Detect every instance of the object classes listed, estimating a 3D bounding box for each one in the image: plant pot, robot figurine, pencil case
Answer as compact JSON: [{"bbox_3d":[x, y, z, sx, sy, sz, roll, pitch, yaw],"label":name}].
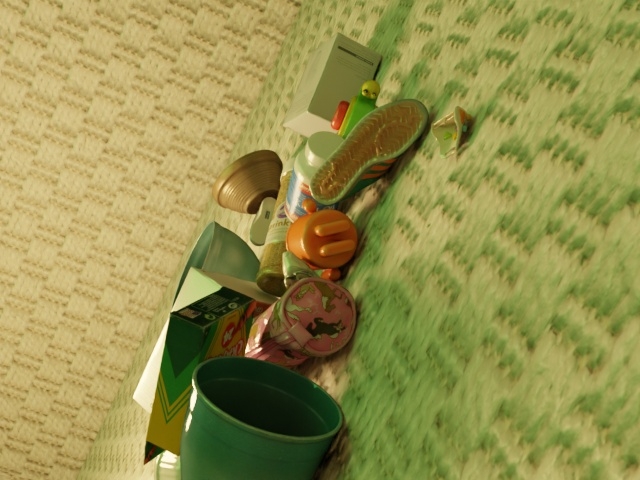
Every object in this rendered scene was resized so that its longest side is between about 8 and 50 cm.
[{"bbox_3d":[-0.131,0.381,1.529,0.271,0.272,0.255,-117,46,-69],"label":"plant pot"},{"bbox_3d":[-0.267,0.116,2.401,0.293,0.196,0.293,-56,19,30],"label":"plant pot"},{"bbox_3d":[0.000,-0.002,1.843,0.128,0.158,0.219,-54,13,-15],"label":"robot figurine"},{"bbox_3d":[-0.073,0.194,1.755,0.386,0.160,0.167,-38,38,57],"label":"pencil case"},{"bbox_3d":[-0.200,-0.157,2.628,0.109,0.237,0.237,53,130,22],"label":"plant pot"}]

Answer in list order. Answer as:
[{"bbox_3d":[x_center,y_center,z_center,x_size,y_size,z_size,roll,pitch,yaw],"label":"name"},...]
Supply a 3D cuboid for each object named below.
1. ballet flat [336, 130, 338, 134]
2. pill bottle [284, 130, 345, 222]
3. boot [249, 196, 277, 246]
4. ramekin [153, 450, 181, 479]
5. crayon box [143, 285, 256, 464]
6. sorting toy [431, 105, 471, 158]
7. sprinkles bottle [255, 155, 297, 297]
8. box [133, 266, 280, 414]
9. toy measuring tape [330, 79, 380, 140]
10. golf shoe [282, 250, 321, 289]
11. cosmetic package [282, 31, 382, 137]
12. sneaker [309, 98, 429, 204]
[{"bbox_3d":[0.048,-0.221,2.114,0.173,0.058,0.049,-64,12,8],"label":"ballet flat"},{"bbox_3d":[-0.006,-0.137,1.957,0.221,0.124,0.124,105,175,-49],"label":"pill bottle"},{"bbox_3d":[-0.173,-0.036,2.563,0.086,0.069,0.190,120,172,-46],"label":"boot"},{"bbox_3d":[-0.231,0.480,1.798,0.109,0.207,0.207,-16,52,58],"label":"ramekin"},{"bbox_3d":[-0.230,0.267,1.655,0.202,0.081,0.318,-27,-46,-63],"label":"crayon box"},{"bbox_3d":[0.231,-0.184,1.525,0.083,0.045,0.075,150,133,-63],"label":"sorting toy"},{"bbox_3d":[-0.063,-0.036,2.102,0.121,0.121,0.355,-45,27,52],"label":"sprinkles bottle"},{"bbox_3d":[-0.248,0.264,2.025,0.168,0.215,0.345,29,97,42],"label":"box"},{"bbox_3d":[0.061,-0.216,1.986,0.121,0.121,0.330,-92,22,-55],"label":"toy measuring tape"},{"bbox_3d":[-0.030,0.073,1.801,0.069,0.176,0.086,-24,64,7],"label":"golf shoe"},{"bbox_3d":[0.027,-0.388,2.259,0.224,0.138,0.224,-68,16,-9],"label":"cosmetic package"},{"bbox_3d":[0.109,-0.188,1.786,0.302,0.108,0.121,-38,-6,27],"label":"sneaker"}]
